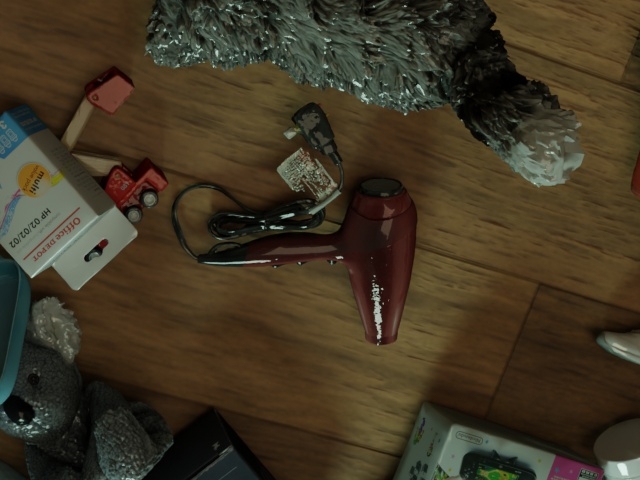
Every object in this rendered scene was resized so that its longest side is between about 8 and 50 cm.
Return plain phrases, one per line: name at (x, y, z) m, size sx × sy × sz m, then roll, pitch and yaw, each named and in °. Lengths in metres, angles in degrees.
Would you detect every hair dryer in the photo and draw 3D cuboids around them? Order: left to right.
hair dryer at (0.000, 0.000, 1.840) m, size 0.223 × 0.080 × 0.293 m, roll -37°, pitch 107°, yaw 17°

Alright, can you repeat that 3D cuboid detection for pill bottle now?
pill bottle at (0.405, 0.329, 2.001) m, size 0.121 × 0.121 × 0.216 m, roll -24°, pitch 111°, yaw -5°

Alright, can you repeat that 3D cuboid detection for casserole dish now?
casserole dish at (-0.354, 0.104, 1.733) m, size 0.114 × 0.188 × 0.037 m, roll -12°, pitch 150°, yaw 31°

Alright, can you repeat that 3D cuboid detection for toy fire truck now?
toy fire truck at (-0.238, -0.074, 1.758) m, size 0.192 × 0.047 × 0.135 m, roll -46°, pitch 111°, yaw 4°

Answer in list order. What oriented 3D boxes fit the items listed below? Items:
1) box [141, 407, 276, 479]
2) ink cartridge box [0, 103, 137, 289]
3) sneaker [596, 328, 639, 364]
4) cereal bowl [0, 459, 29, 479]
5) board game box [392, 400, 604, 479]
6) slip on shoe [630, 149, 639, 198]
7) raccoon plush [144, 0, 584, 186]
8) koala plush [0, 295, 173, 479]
box at (-0.111, 0.322, 1.877) m, size 0.153 × 0.108 × 0.207 m, roll -36°, pitch 114°, yaw -1°
ink cartridge box at (-0.289, -0.038, 1.709) m, size 0.104 × 0.061 × 0.181 m, roll -41°, pitch 92°, yaw 16°
sneaker at (0.397, 0.121, 1.974) m, size 0.152 × 0.053 × 0.061 m, roll 14°, pitch 94°, yaw -23°
cereal bowl at (-0.440, 0.398, 1.811) m, size 0.339 × 0.141 × 0.339 m, roll -4°, pitch 108°, yaw -11°
board game box at (0.173, 0.368, 1.940) m, size 0.224 × 0.097 × 0.303 m, roll 19°, pitch 95°, yaw -23°
slip on shoe at (0.403, -0.081, 1.876) m, size 0.101 × 0.123 × 0.331 m, roll -16°, pitch 115°, yaw -4°
raccoon plush at (0.018, -0.199, 1.593) m, size 0.299 × 0.446 × 0.216 m, roll -15°, pitch 124°, yaw -22°
koala plush at (-0.288, 0.189, 1.782) m, size 0.196 × 0.203 × 0.221 m, roll -43°, pitch 91°, yaw 15°
